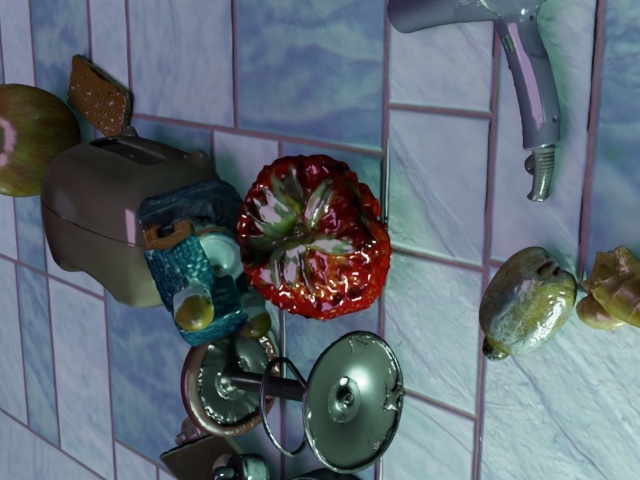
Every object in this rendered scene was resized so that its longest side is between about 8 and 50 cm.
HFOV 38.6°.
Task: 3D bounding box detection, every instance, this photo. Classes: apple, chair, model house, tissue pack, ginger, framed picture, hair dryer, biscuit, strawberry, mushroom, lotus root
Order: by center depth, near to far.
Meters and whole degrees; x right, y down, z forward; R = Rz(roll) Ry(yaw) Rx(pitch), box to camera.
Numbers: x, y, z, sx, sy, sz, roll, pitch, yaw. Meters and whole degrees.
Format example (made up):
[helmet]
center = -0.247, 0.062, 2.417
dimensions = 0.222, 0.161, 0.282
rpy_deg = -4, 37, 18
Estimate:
[ginger]
center = 0.400, 0.070, 1.121
dimensions = 0.205, 0.081, 0.115
rpy_deg = 16, 98, 50
[hair dryer]
center = 0.235, -0.222, 1.216
dimensions = 0.301, 0.121, 0.361
rpy_deg = -7, 100, 56
[lotus root]
center = 0.275, 0.095, 1.254
dimensions = 0.113, 0.088, 0.192
rpy_deg = 43, 129, 23
[strawberry]
center = -0.004, 0.000, 1.455
dimensions = 0.261, 0.258, 0.261
rpy_deg = -1, 89, 23
[model house]
center = -0.175, 0.068, 1.464
dimensions = 0.291, 0.185, 0.253
rpy_deg = -109, 1, -65
[chair]
center = -0.076, 0.249, 1.564
dimensions = 0.401, 0.227, 0.226
rpy_deg = 1, 101, 48
[tissue pack]
center = -0.355, -0.054, 1.748
dimensions = 0.387, 0.267, 0.276
rpy_deg = 21, 118, 44
[framed picture]
center = -0.206, 0.481, 1.857
dimensions = 0.192, 0.018, 0.265
rpy_deg = 51, 137, -8
[mushroom]
center = -0.268, 0.406, 1.911
dimensions = 0.085, 0.079, 0.085
rpy_deg = 9, 103, 46
[biscuit]
center = -0.484, -0.308, 1.999
dimensions = 0.231, 0.025, 0.131
rpy_deg = 39, 127, 33
[apple]
center = -0.668, -0.225, 2.076
dimensions = 0.264, 0.264, 0.264
rpy_deg = 14, 110, 44

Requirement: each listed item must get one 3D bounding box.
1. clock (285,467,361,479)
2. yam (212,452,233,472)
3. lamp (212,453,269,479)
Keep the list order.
[clock]
center = 0.031, 0.568, 1.647
dimensions = 0.319, 0.066, 0.318
rpy_deg = 14, 109, 45
[yam]
center = -0.182, 0.533, 1.819
dimensions = 0.066, 0.066, 0.299
rpy_deg = 37, 139, 35
[lamp]
center = -0.136, 0.598, 1.630
dimensions = 0.272, 0.205, 0.374
rpy_deg = -49, 48, 37
